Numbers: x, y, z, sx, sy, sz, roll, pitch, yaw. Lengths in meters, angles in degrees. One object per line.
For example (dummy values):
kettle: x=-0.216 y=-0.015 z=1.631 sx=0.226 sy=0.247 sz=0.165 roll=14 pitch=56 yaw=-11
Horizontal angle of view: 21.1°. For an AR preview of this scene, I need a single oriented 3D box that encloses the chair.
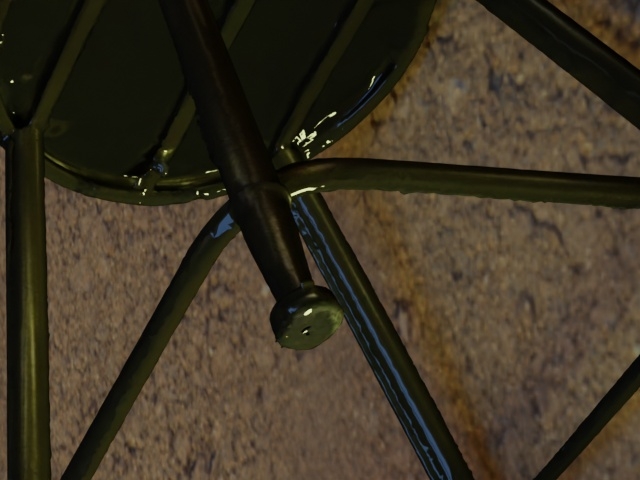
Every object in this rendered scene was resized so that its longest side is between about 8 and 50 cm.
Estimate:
chair: x=0.000 y=0.000 z=0.922 sx=0.365 sy=0.362 sz=0.410 roll=-60 pitch=42 yaw=38
